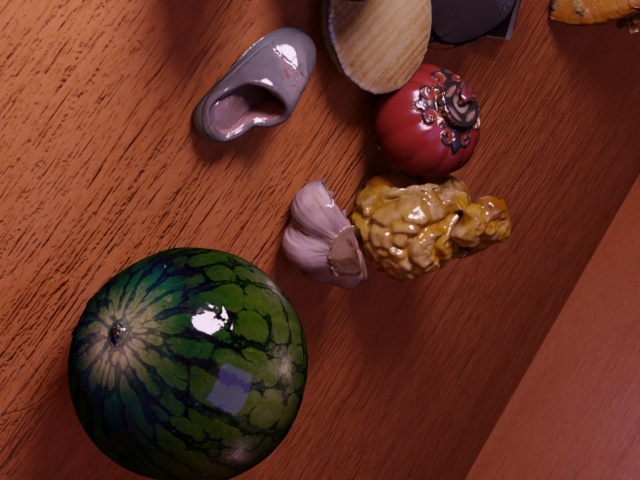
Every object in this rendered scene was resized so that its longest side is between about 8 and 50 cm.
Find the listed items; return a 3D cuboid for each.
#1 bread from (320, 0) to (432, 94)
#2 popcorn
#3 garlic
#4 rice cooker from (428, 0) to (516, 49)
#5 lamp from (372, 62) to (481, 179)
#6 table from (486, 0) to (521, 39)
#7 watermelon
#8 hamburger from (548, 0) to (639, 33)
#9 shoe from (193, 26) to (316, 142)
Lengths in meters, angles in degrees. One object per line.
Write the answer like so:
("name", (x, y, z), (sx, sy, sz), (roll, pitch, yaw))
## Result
("bread", (0.099, -0.389, 1.226), (0.266, 0.040, 0.267), (-14, 112, -38))
("popcorn", (0.222, -0.036, 1.454), (0.265, 0.332, 0.225), (-36, 121, -67))
("garlic", (0.000, 0.000, 1.326), (0.142, 0.178, 0.229), (-29, 122, 4))
("rice cooker", (0.270, -0.447, 1.331), (0.142, 0.202, 0.118), (63, 29, -19))
("lamp", (0.209, -0.231, 1.361), (0.226, 0.226, 0.227), (-31, 135, -38))
("table", (0.409, -0.525, 1.566), (0.175, 0.062, 0.146), (-11, 121, -46))
("watermelon", (-0.184, 0.174, 1.019), (0.363, 0.363, 0.364), (-31, 135, -38))
("hamburger", (0.788, -0.687, 1.701), (0.268, 0.287, 0.446), (-32, 156, -45))
("shoe", (-0.080, -0.233, 1.087), (0.251, 0.100, 0.103), (-44, 141, -21))
